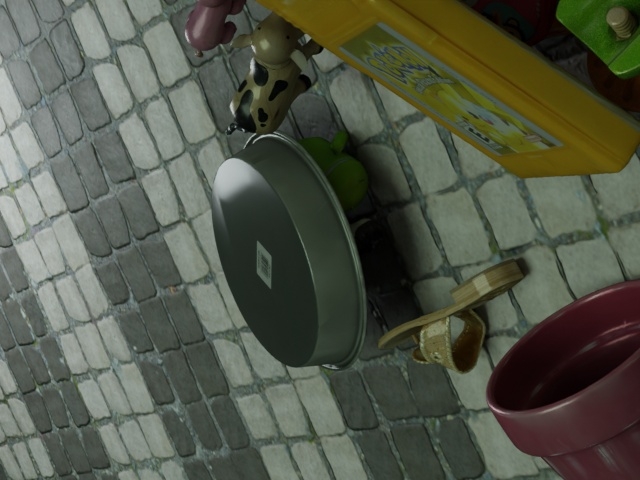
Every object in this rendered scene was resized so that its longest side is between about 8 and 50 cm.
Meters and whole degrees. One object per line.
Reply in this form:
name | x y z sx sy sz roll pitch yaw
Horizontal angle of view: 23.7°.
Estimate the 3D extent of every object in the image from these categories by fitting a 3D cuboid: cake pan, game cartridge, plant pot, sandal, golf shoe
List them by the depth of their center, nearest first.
game cartridge | 0.096 -0.158 1.332 0.324 0.052 0.285 30 176 -9
plant pot | 0.282 0.165 1.416 0.201 0.201 0.180 -11 118 56
sandal | 0.145 0.104 1.642 0.240 0.088 0.079 -40 71 51
cake pan | -0.044 0.019 1.749 0.293 0.054 0.293 44 144 44
golf shoe | 0.000 0.000 1.786 0.198 0.077 0.094 -34 82 55

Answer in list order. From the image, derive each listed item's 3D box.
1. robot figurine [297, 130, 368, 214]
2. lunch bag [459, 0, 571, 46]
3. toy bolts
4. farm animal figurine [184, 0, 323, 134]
robot figurine | 0.007 -0.075 1.735 0.115 0.067 0.101 35 125 37
lunch bag | 0.150 -0.339 1.333 0.258 0.120 0.293 38 137 41
toy bolts | 0.341 -0.150 1.214 0.218 0.158 0.228 -43 58 14
farm animal figurine | -0.060 -0.283 1.520 0.327 0.172 0.330 -23 105 32
